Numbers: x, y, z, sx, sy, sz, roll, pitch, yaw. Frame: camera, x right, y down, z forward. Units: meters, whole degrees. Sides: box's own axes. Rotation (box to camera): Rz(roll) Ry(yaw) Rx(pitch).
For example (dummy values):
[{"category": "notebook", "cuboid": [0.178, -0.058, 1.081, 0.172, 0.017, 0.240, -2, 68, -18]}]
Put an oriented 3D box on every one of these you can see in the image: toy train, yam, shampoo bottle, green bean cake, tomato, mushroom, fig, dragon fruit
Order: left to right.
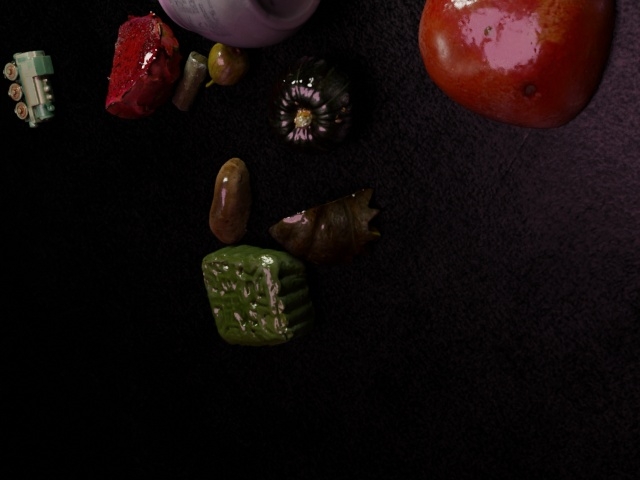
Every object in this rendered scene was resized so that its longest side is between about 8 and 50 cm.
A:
[{"category": "toy train", "cuboid": [-0.744, -0.393, 2.083, 0.125, 0.081, 0.194, -4, 103, 33]}, {"category": "dragon fruit", "cuboid": [-0.379, -0.382, 1.768, 0.163, 0.262, 0.189, -6, 150, 5]}, {"category": "yam", "cuboid": [-0.286, -0.352, 1.776, 0.054, 0.054, 0.132, 45, 128, 15]}, {"category": "fig", "cuboid": [-0.197, -0.357, 1.710, 0.093, 0.093, 0.166, 48, 156, 12]}, {"category": "mushroom", "cuboid": [-0.204, -0.076, 1.799, 0.072, 0.094, 0.210, 26, 116, 30]}, {"category": "shampoo bottle", "cuboid": [-0.151, -0.497, 1.483, 0.266, 0.273, 0.273, 18, 117, 42]}, {"category": "green bean cake", "cuboid": [-0.137, 0.122, 1.797, 0.248, 0.125, 0.222, -3, 105, 37]}, {"category": "tomato", "cuboid": [0.296, -0.334, 1.301, 0.338, 0.143, 0.338, 12, 113, 30]}]

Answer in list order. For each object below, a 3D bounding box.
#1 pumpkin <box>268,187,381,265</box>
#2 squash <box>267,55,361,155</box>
[{"category": "pumpkin", "cuboid": [0.000, 0.000, 1.641, 0.254, 0.149, 0.130, -25, 83, 39]}, {"category": "squash", "cuboid": [-0.016, -0.258, 1.551, 0.193, 0.156, 0.193, 31, 147, 22]}]
